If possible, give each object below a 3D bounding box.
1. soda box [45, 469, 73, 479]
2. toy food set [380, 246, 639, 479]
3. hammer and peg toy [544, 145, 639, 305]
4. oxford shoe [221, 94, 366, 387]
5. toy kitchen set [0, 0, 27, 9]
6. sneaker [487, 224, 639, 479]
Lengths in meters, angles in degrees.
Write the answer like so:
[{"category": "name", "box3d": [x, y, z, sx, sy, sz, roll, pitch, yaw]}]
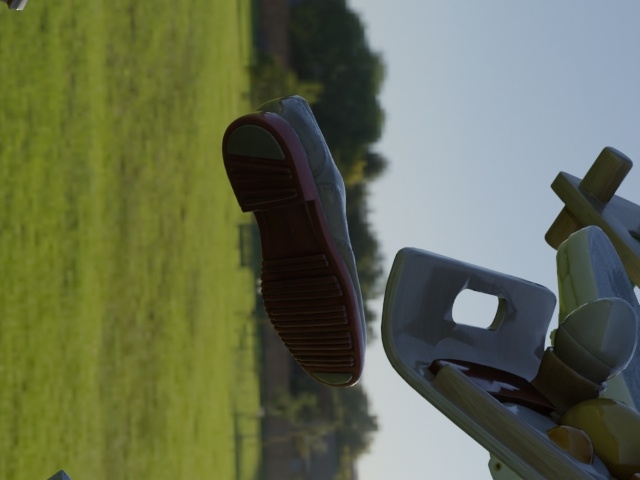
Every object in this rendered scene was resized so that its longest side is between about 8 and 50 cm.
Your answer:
[{"category": "soda box", "box3d": [-0.394, 0.408, 1.716, 0.098, 0.286, 0.091, 54, 4, -27]}, {"category": "toy food set", "box3d": [0.197, 0.112, 0.820, 0.219, 0.306, 0.092, 16, 108, -57]}, {"category": "hammer and peg toy", "box3d": [0.405, 0.064, 1.440, 0.127, 0.266, 0.361, -58, -148, 19]}, {"category": "oxford shoe", "box3d": [0.000, 0.000, 1.623, 0.130, 0.123, 0.348, -43, 125, -51]}, {"category": "toy kitchen set", "box3d": [-0.340, -0.254, 1.517, 0.083, 0.068, 0.075, -58, -146, 18]}, {"category": "sneaker", "box3d": [0.212, 0.145, 1.260, 0.108, 0.169, 0.293, 0, 76, -57]}]
